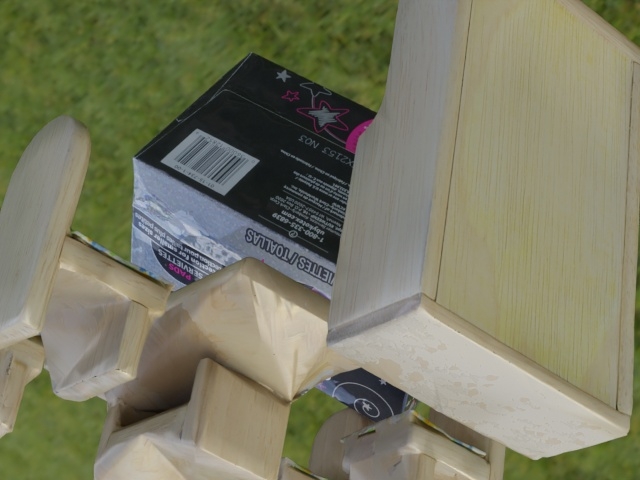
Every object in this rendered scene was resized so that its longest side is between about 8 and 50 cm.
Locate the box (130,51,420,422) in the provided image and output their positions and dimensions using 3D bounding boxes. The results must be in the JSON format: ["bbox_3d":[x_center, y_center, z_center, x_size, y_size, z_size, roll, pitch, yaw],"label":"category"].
[{"bbox_3d":[0.000,0.000,1.110,0.247,0.163,0.142,27,139,18],"label":"box"}]

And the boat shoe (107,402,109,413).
[{"bbox_3d":[-0.076,0.092,1.330,0.324,0.120,0.123,-44,64,35],"label":"boat shoe"}]

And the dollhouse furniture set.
[{"bbox_3d":[-0.009,0.017,0.917,0.362,0.257,0.394,31,143,-30],"label":"dollhouse furniture set"}]
